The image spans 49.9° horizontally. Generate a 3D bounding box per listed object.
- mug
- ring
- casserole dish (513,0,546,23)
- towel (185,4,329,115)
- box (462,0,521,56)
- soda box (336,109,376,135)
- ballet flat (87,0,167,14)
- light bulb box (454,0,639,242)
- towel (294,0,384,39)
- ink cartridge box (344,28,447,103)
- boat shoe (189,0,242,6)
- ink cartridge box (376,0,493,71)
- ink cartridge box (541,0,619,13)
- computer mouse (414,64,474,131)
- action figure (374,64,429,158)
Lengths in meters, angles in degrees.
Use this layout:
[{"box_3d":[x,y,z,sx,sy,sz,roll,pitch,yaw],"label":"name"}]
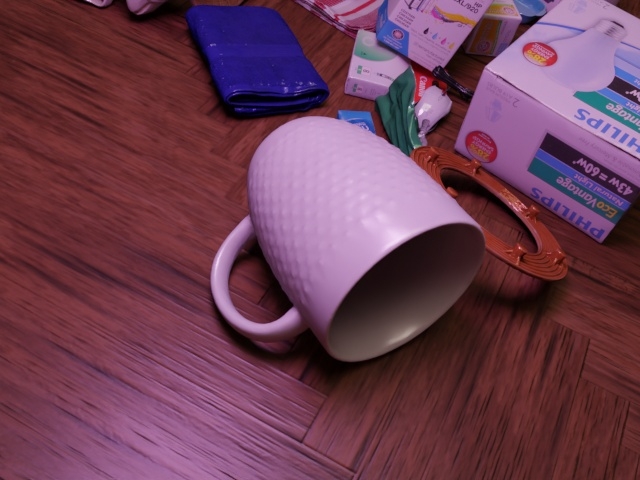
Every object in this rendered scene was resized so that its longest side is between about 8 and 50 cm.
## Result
[{"box_3d":[0.000,0.000,1.045,0.374,0.276,0.328,-37,56,-1],"label":"mug"},{"box_3d":[0.298,-0.060,1.191,0.337,0.032,0.336,29,29,-17],"label":"ring"},{"box_3d":[0.501,-0.625,1.805,0.188,0.037,0.114,38,53,20],"label":"casserole dish"},{"box_3d":[-0.140,-0.378,1.438,0.228,0.076,0.308,-7,52,-27],"label":"towel"},{"box_3d":[0.392,-0.554,1.668,0.103,0.114,0.203,1,51,-13],"label":"box"},{"box_3d":[0.073,-0.148,1.285,0.067,0.071,0.210,0,51,-12],"label":"soda box"},{"box_3d":[-0.434,-0.587,1.477,0.483,0.182,0.164,20,17,14],"label":"ballet flat"},{"box_3d":[0.526,-0.255,1.352,0.358,0.225,0.361,37,59,18],"label":"light bulb box"},{"box_3d":[0.049,-0.618,1.699,0.329,0.037,0.237,37,52,18],"label":"towel"},{"box_3d":[0.174,-0.368,1.507,0.225,0.056,0.181,12,50,-1],"label":"ink cartridge box"},{"box_3d":[-0.218,-0.608,1.602,0.096,0.098,0.277,19,47,34],"label":"boat shoe"},{"box_3d":[0.254,-0.525,1.496,0.171,0.232,0.168,27,38,-14],"label":"ink cartridge box"},{"box_3d":[0.661,-0.686,1.849,0.172,0.100,0.237,-22,59,-27],"label":"ink cartridge box"},{"box_3d":[0.251,-0.295,1.450,0.106,0.042,0.193,42,54,-4],"label":"computer mouse"},{"box_3d":[0.172,-0.210,1.346,0.064,0.137,0.232,6,57,-24],"label":"action figure"}]
